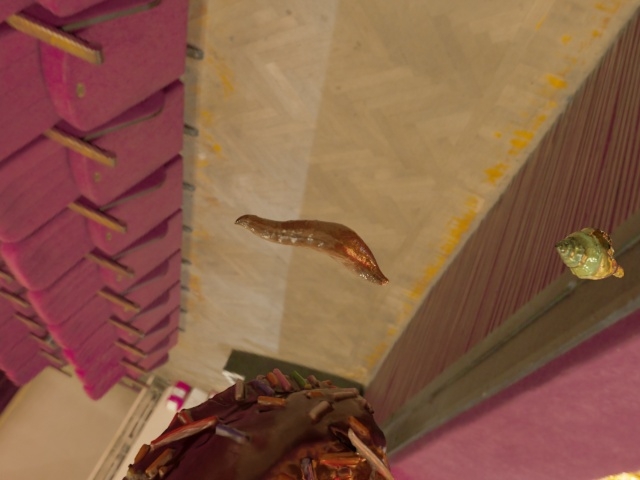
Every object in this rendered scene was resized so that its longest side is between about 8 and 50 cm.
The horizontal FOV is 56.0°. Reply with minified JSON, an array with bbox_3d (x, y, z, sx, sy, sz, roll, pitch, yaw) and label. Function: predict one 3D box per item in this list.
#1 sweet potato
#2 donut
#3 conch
[{"bbox_3d":[-0.001,-0.002,0.886,0.249,0.059,0.069,21,118,-18],"label":"sweet potato"},{"bbox_3d":[-0.013,0.191,0.322,0.096,0.216,0.231,-19,88,55],"label":"donut"},{"bbox_3d":[0.494,0.024,1.092,0.200,0.095,0.079,1,173,-43],"label":"conch"}]
